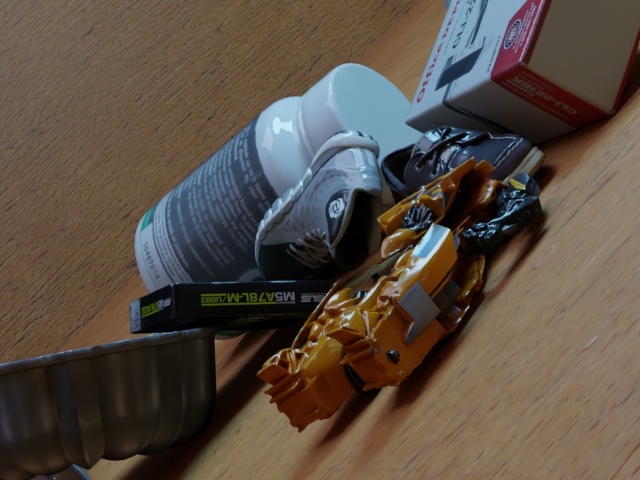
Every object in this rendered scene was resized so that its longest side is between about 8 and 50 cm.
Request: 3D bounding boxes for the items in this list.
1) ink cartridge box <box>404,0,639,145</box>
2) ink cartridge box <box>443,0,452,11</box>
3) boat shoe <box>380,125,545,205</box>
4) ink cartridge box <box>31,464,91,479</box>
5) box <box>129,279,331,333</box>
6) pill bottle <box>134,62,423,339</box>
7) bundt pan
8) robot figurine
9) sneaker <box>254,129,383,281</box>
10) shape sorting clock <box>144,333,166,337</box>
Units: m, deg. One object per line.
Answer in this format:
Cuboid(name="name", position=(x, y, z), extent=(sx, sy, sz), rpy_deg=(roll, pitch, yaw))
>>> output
Cuboid(name="ink cartridge box", position=(0.216, -0.207, 1.495), extent=(0.197, 0.114, 0.273), rpy_deg=(-68, 15, -16))
Cuboid(name="ink cartridge box", position=(0.256, -0.299, 1.832), extent=(0.189, 0.232, 0.066), rpy_deg=(-44, 46, -12))
Cuboid(name="boat shoe", position=(0.129, -0.068, 1.464), extent=(0.103, 0.092, 0.285), rpy_deg=(-45, 9, -13))
Cuboid(name="ink cartridge box", position=(-0.366, 0.280, 1.799), extent=(0.093, 0.154, 0.212), rpy_deg=(-47, 10, -13))
Cuboid(name="box", position=(-0.104, 0.076, 1.633), extent=(0.184, 0.045, 0.191), rpy_deg=(2, -9, -22))
Cuboid(name="pill bottle", position=(-0.046, -0.046, 1.779), extent=(0.361, 0.204, 0.204), rpy_deg=(-38, 10, 33))
Cuboid(name="bundt pan", position=(-0.261, 0.183, 1.575), extent=(0.331, 0.124, 0.331), rpy_deg=(-12, -4, -1))
Cuboid(name="robot figurine", position=(0.075, 0.033, 1.245), extent=(0.211, 0.085, 0.291), rpy_deg=(-32, 14, 47))
Cuboid(name="sneaker", position=(0.000, 0.000, 1.572), extent=(0.228, 0.086, 0.132), rpy_deg=(-58, 33, 36))
Cuboid(name="shape sorting clock", position=(-0.299, 0.188, 2.262), extent=(0.206, 0.040, 0.206), rpy_deg=(-35, 4, 3))
